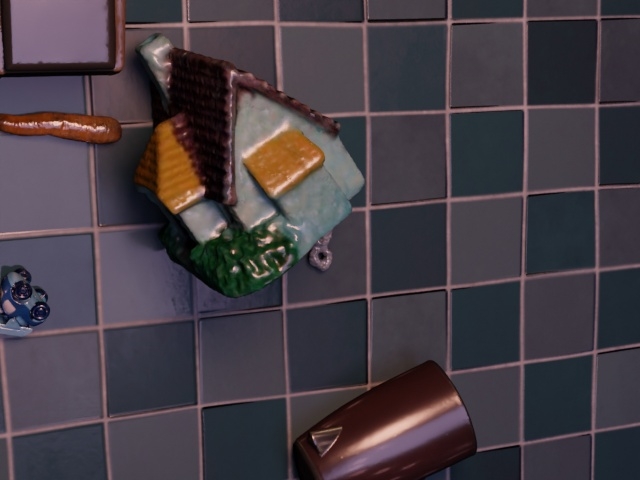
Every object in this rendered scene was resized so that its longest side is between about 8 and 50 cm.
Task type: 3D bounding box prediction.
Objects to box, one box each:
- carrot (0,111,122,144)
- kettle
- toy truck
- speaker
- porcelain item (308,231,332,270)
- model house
[{"bbox_3d":[-0.320,-0.139,1.497,0.165,0.035,0.036,4,97,-21],"label":"carrot"},{"bbox_3d":[0.079,0.288,1.693,0.232,0.144,0.202,-23,137,-12],"label":"kettle"},{"bbox_3d":[-0.379,0.084,1.499,0.090,0.056,0.073,-34,116,-1],"label":"toy truck"},{"bbox_3d":[-0.312,-0.304,1.392,0.153,0.192,0.231,-5,104,-23],"label":"speaker"},{"bbox_3d":[0.000,0.000,1.656,0.036,0.028,0.083,-8,103,-24],"label":"porcelain item"},{"bbox_3d":[-0.125,-0.114,1.447,0.230,0.280,0.249,-42,117,-13],"label":"model house"}]
